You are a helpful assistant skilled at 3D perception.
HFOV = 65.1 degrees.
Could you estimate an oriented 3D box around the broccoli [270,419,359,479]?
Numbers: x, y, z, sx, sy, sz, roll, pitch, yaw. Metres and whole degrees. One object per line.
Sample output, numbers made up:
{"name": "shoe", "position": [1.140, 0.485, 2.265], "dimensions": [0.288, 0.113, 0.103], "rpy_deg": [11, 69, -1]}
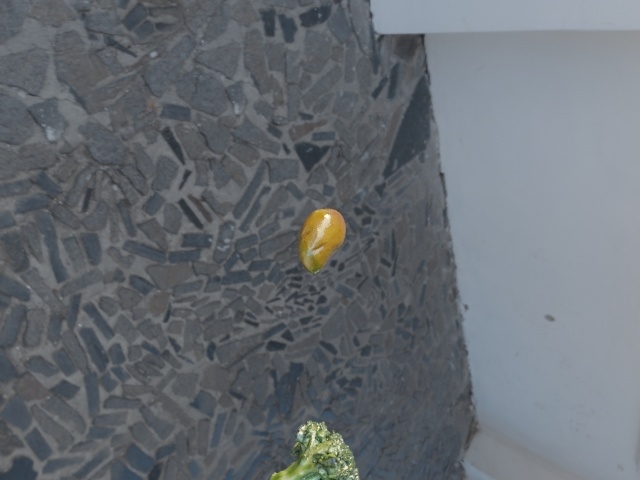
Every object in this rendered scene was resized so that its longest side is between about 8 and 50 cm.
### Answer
{"name": "broccoli", "position": [-0.014, 0.662, 1.374], "dimensions": [0.245, 0.288, 0.248], "rpy_deg": [-13, 113, -4]}

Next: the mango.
{"name": "mango", "position": [-0.003, -0.006, 1.183], "dimensions": [0.165, 0.089, 0.115], "rpy_deg": [-49, 121, -34]}
